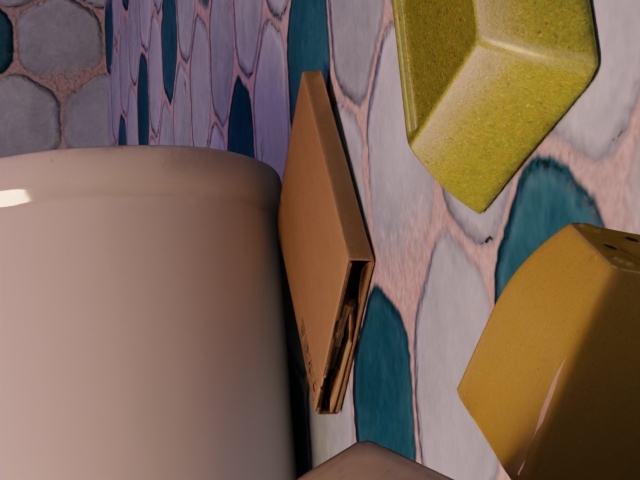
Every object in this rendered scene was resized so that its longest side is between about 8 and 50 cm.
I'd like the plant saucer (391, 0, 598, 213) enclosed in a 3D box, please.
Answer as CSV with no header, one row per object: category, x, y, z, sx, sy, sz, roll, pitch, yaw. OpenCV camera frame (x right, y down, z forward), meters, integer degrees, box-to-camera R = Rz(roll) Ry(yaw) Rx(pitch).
plant saucer,0.074,-0.131,0.834,0.188,0.045,0.188,120,147,-67

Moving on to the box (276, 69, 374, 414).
box,0.000,0.000,1.239,0.201,0.021,0.164,-102,17,-44

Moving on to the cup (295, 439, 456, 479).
cup,0.037,0.202,0.514,0.237,0.331,0.331,-65,11,-6

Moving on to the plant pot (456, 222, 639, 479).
plant pot,0.109,0.041,0.617,0.081,0.081,0.083,-119,43,-66

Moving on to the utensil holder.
utensil holder,-0.178,0.146,1.375,0.327,0.327,0.385,132,134,-72
